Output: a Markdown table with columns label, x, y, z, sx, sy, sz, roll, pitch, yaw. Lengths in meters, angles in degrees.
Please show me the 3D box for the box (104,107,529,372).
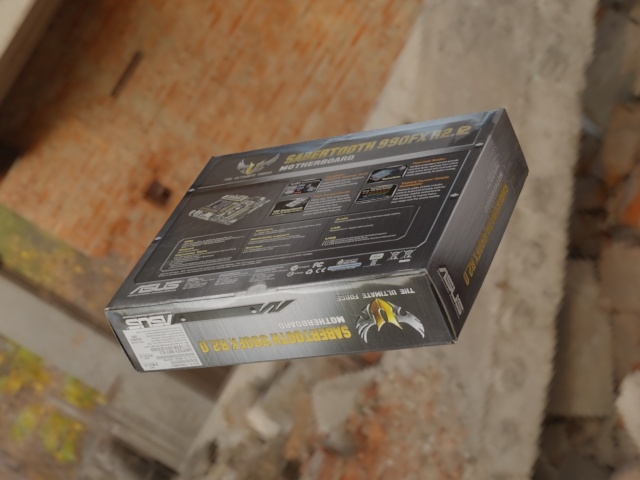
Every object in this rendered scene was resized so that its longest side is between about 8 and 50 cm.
| label | x | y | z | sx | sy | sz | roll | pitch | yaw |
| --- | --- | --- | --- | --- | --- | --- | --- | --- | --- |
| box | 0.000 | 0.000 | 0.987 | 0.231 | 0.056 | 0.183 | -8 | 31 | 28 |
